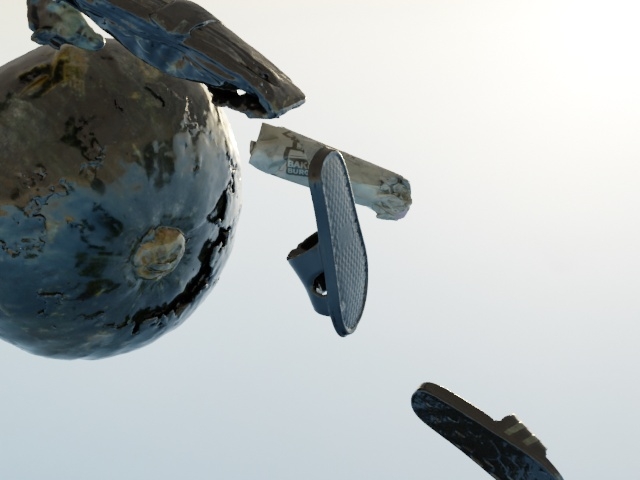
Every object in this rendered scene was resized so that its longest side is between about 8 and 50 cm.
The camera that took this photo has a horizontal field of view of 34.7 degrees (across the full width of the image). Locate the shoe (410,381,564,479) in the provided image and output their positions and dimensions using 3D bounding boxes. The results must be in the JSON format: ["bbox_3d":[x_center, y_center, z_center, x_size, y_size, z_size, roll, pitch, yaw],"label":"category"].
[{"bbox_3d":[0.175,0.190,1.013,0.179,0.071,0.049,34,-128,18],"label":"shoe"}]

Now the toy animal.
[{"bbox_3d":[-0.228,-0.293,0.965,0.176,0.217,0.073,-35,-126,-14],"label":"toy animal"}]

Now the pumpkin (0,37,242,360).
[{"bbox_3d":[-0.304,-0.051,1.370,0.344,0.454,0.454,23,-144,40],"label":"pumpkin"}]

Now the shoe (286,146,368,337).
[{"bbox_3d":[0.000,0.000,0.815,0.053,0.159,0.062,5,-150,25],"label":"shoe"}]

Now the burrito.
[{"bbox_3d":[0.010,-0.078,1.176,0.203,0.064,0.064,23,-156,3],"label":"burrito"}]

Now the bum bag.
[{"bbox_3d":[-0.124,-0.177,0.893,0.248,0.069,0.102,32,-150,-4],"label":"bum bag"}]
